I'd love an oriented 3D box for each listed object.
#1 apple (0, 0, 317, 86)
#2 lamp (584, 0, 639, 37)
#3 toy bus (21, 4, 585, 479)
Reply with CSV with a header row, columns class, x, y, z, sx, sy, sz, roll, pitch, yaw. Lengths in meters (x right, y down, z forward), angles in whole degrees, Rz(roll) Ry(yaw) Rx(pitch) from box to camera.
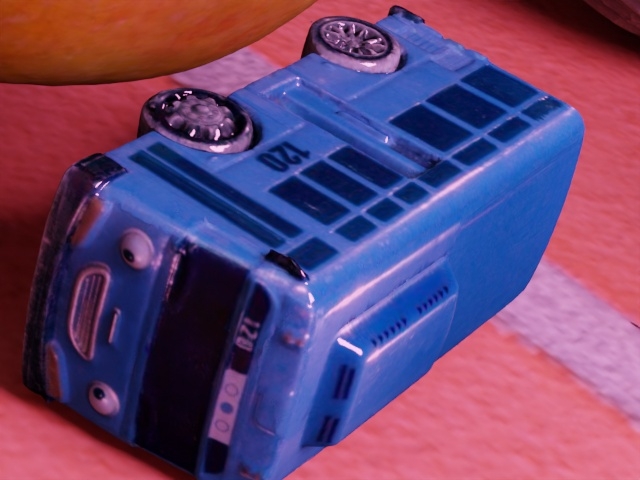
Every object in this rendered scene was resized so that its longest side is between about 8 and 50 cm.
class,x,y,z,sx,sy,sz,roll,pitch,yaw
apple,-0.075,-0.167,0.543,0.261,0.194,0.260,27,41,-27
lamp,0.198,-0.189,0.813,0.265,0.233,0.233,-7,38,-15
toy bus,0.000,0.000,0.571,0.106,0.090,0.185,32,37,20
